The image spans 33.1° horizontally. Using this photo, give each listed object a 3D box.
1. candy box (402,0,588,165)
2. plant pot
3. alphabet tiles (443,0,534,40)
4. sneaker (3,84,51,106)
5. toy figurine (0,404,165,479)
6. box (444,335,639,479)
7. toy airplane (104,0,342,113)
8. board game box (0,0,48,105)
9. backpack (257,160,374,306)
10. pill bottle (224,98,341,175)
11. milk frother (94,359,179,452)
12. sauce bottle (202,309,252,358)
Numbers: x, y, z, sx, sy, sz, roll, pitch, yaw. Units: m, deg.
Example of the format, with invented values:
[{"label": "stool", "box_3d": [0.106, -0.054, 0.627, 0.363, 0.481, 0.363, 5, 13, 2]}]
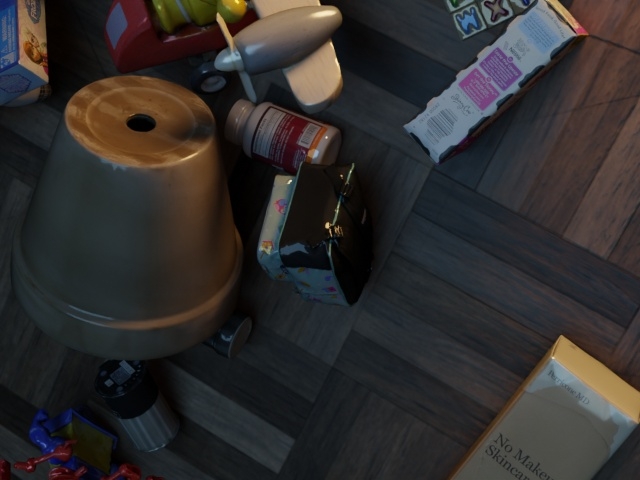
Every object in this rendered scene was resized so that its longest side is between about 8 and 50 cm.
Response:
[{"label": "candy box", "box_3d": [0.226, -0.204, 1.368, 0.071, 0.159, 0.233, 48, 111, 5]}, {"label": "plant pot", "box_3d": [-0.247, -0.050, 1.427, 0.323, 0.323, 0.280, 27, 134, 13]}, {"label": "alphabet tiles", "box_3d": [0.251, -0.402, 1.406, 0.237, 0.009, 0.198, -23, 91, 22]}, {"label": "sneaker", "box_3d": [-0.520, -0.259, 1.669, 0.235, 0.095, 0.090, 31, 114, 33]}, {"label": "toy figurine", "box_3d": [-0.332, 0.343, 1.674, 0.191, 0.217, 0.362, -37, 129, 17]}, {"label": "box", "box_3d": [0.283, 0.297, 1.452, 0.148, 0.121, 0.311, 37, 109, 11]}, {"label": "toy airplane", "box_3d": [-0.094, -0.374, 1.390, 0.386, 0.272, 0.384, 18, 85, 30]}, {"label": "board game box", "box_3d": [-0.552, -0.316, 1.599, 0.318, 0.066, 0.319, -21, 61, 21]}, {"label": "backpack", "box_3d": [0.000, 0.000, 1.467, 0.144, 0.188, 0.166, -1, 62, 22]}, {"label": "pill bottle", "box_3d": [-0.054, -0.144, 1.517, 0.152, 0.086, 0.086, 23, 106, 15]}, {"label": "milk frother", "box_3d": [-0.258, 0.223, 1.652, 0.143, 0.129, 0.135, -27, 128, -6]}, {"label": "sauce bottle", "box_3d": [-0.267, 0.074, 1.616, 0.344, 0.111, 0.111, 24, 106, 16]}]
